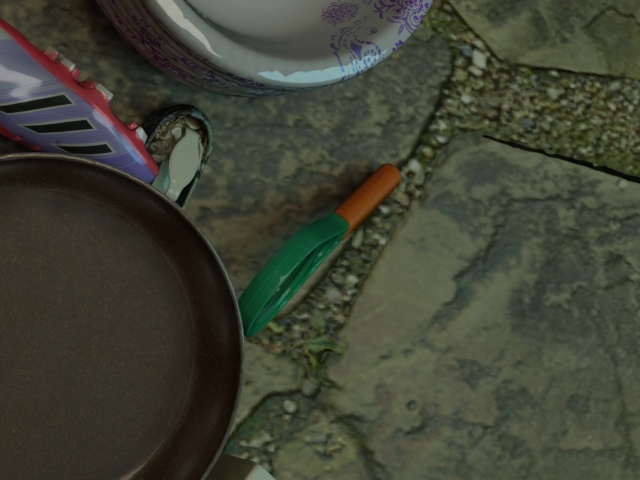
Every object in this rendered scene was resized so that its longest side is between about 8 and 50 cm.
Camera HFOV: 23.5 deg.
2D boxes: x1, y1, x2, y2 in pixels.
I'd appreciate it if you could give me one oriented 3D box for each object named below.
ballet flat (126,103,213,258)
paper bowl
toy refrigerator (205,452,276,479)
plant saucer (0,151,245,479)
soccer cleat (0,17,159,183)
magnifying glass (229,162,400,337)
[{"bbox_3d":[-0.133,-0.021,1.169,0.070,0.070,0.188,25,78,-27],"label":"ballet flat"},{"bbox_3d":[-0.053,-0.250,1.168,0.284,0.148,0.284,0,90,-30],"label":"paper bowl"},{"bbox_3d":[-0.120,0.294,1.153,0.094,0.102,0.269,46,68,-21],"label":"toy refrigerator"},{"bbox_3d":[-0.209,0.088,1.102,0.310,0.050,0.311,-4,102,-20],"label":"plant saucer"},{"bbox_3d":[-0.227,-0.109,1.107,0.248,0.083,0.095,41,88,-17],"label":"soccer cleat"},{"bbox_3d":[0.000,0.000,1.215,0.026,0.092,0.231,39,42,9],"label":"magnifying glass"}]
